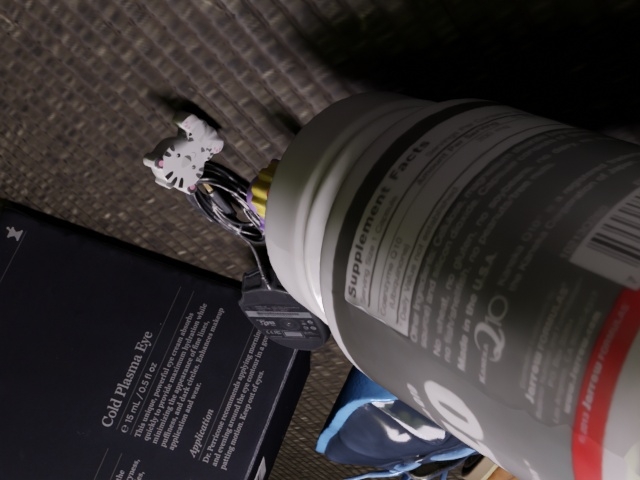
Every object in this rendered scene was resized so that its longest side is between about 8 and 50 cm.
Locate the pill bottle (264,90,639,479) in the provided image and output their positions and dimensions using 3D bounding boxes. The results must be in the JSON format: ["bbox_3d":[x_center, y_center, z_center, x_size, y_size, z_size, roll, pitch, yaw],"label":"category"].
[{"bbox_3d":[0.101,0.022,0.548,0.161,0.161,0.283,40,173,-37],"label":"pill bottle"}]

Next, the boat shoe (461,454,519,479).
[{"bbox_3d":[0.192,0.144,0.890,0.104,0.111,0.307,22,158,2],"label":"boat shoe"}]

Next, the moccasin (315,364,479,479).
[{"bbox_3d":[0.068,0.142,0.879,0.116,0.138,0.342,26,176,4],"label":"moccasin"}]

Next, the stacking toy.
[{"bbox_3d":[0.000,0.000,0.757,0.221,0.052,0.167,39,171,-36],"label":"stacking toy"}]

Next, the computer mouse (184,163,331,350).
[{"bbox_3d":[-0.045,0.013,0.922,0.071,0.041,0.242,2,144,22],"label":"computer mouse"}]

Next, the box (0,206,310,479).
[{"bbox_3d":[-0.210,0.192,1.061,0.312,0.343,0.179,20,158,7],"label":"box"}]
